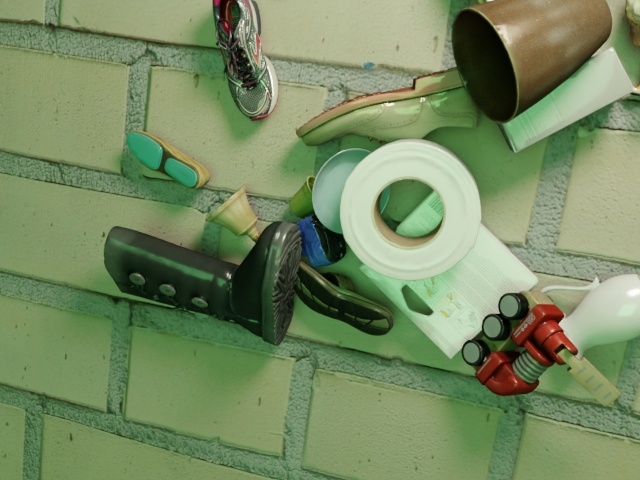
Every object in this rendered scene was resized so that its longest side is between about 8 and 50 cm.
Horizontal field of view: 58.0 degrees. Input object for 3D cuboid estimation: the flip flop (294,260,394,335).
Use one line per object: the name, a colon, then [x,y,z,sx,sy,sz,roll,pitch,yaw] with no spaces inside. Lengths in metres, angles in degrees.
flip flop: [0.050,0.125,1.341,0.277,0.080,0.112,24,135,15]

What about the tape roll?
tape roll: [0.186,-0.064,1.190,0.286,0.100,0.287,3,104,13]

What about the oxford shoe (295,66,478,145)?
oxford shoe: [0.141,-0.249,1.236,0.396,0.140,0.147,-13,105,19]

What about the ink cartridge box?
ink cartridge box: [0.279,0.069,1.286,0.296,0.066,0.261,45,106,4]

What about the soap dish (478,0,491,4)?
soap dish: [0.427,-0.563,1.123,0.290,0.118,0.229,-28,91,16]

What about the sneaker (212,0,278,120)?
sneaker: [-0.183,-0.417,1.298,0.120,0.112,0.299,-14,96,15]

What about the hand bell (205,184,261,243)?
hand bell: [-0.147,-0.001,1.373,0.126,0.126,0.242,-38,100,16]

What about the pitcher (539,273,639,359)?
pitcher: [0.574,0.139,1.203,0.207,0.125,0.178,-40,80,28]

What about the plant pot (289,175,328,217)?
plant pot: [-0.029,-0.094,1.335,0.079,0.083,0.083,-35,89,29]

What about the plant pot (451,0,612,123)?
plant pot: [0.393,-0.358,1.044,0.230,0.215,0.216,-25,92,-4]

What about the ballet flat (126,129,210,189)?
ballet flat: [-0.367,-0.193,1.401,0.232,0.073,0.080,35,114,13]

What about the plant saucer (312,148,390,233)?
plant saucer: [0.064,-0.112,1.291,0.194,0.037,0.195,-8,112,-21]

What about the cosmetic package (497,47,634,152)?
cosmetic package: [0.475,-0.276,1.153,0.237,0.127,0.107,-25,94,18]

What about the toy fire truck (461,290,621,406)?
toy fire truck: [0.451,0.253,1.179,0.217,0.158,0.246,-61,41,29]

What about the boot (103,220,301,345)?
boot: [-0.279,0.046,1.321,0.444,0.146,0.367,20,132,12]

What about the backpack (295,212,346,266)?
backpack: [0.000,0.000,1.330,0.101,0.098,0.120,-22,93,45]

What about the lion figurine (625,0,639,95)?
lion figurine: [0.744,-0.365,1.078,0.391,0.142,0.240,19,101,1]
